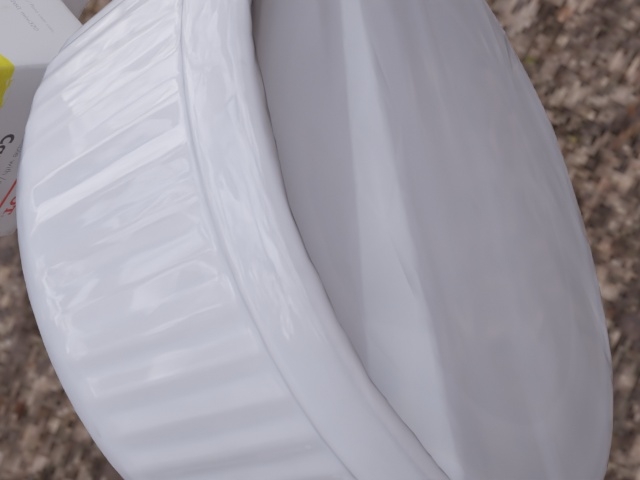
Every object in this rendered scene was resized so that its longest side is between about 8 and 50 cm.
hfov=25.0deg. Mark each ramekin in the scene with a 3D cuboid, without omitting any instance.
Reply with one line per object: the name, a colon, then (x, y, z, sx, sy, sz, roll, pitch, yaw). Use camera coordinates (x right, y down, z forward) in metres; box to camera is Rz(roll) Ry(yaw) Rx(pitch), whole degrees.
ramekin: (0.000, 0.000, 0.564, 0.127, 0.273, 0.273, -21, 45, 27)

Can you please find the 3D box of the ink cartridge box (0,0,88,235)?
ink cartridge box: (-0.171, -0.054, 0.624, 0.067, 0.198, 0.115, 49, 123, 18)
